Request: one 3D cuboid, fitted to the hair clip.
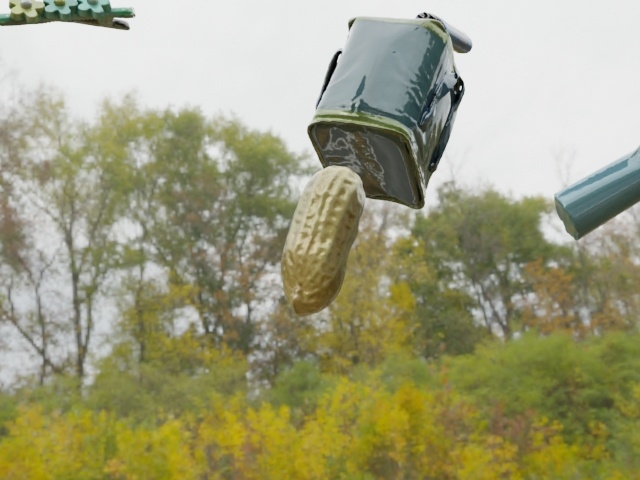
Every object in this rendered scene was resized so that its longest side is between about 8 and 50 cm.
[{"bbox_3d":[-0.324,-0.294,1.026,0.173,0.049,0.049,-6,-17,-23],"label":"hair clip"}]

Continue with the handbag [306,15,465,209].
[{"bbox_3d":[0.114,-0.220,1.377,0.222,0.241,0.263,13,-26,21],"label":"handbag"}]

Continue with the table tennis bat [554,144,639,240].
[{"bbox_3d":[0.348,-0.099,0.669,0.329,0.044,0.215,-29,-58,6],"label":"table tennis bat"}]

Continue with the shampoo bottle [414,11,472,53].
[{"bbox_3d":[0.265,-0.460,1.774,0.183,0.087,0.050,3,-57,-56],"label":"shampoo bottle"}]

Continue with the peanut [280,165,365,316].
[{"bbox_3d":[0.000,0.000,0.998,0.083,0.194,0.093,17,-6,-4],"label":"peanut"}]
